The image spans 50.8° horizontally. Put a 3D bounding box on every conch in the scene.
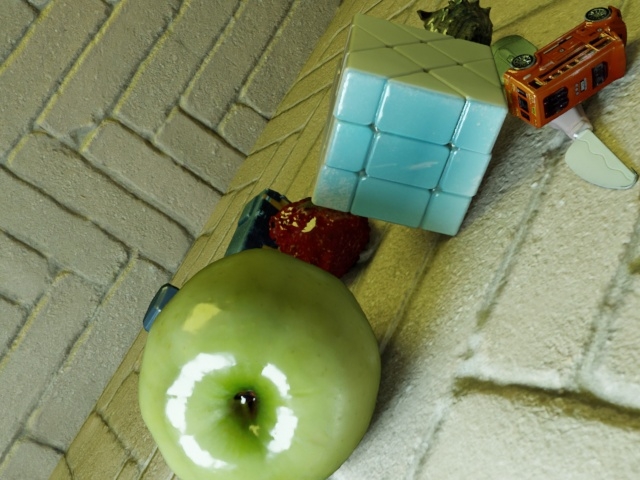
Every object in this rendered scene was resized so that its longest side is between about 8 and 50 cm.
[{"bbox_3d":[0.344,-0.480,1.734,0.186,0.241,0.312,3,80,30],"label":"conch"}]

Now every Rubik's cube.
[{"bbox_3d":[0.174,-0.246,1.413,0.318,0.322,0.315,-82,7,-52],"label":"Rubik's cube"}]

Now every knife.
[{"bbox_3d":[0.460,-0.171,1.189,0.081,0.043,0.335,-45,23,26],"label":"knife"}]

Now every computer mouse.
[{"bbox_3d":[0.444,-0.433,1.600,0.113,0.068,0.229,-50,20,19],"label":"computer mouse"}]

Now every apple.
[{"bbox_3d":[-0.105,0.238,1.261,0.473,0.474,0.473,-46,22,24],"label":"apple"}]

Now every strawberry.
[{"bbox_3d":[0.000,0.000,1.737,0.274,0.274,0.220,-133,42,-70],"label":"strawberry"}]

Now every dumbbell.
[{"bbox_3d":[-0.334,0.253,1.905,0.144,0.325,0.159,-43,22,51],"label":"dumbbell"}]

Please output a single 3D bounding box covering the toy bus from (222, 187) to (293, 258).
[{"bbox_3d":[-0.180,0.007,2.144,0.162,0.194,0.323,-36,28,45],"label":"toy bus"}]

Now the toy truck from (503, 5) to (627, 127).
[{"bbox_3d":[0.465,-0.317,1.235,0.253,0.107,0.114,-32,45,-4],"label":"toy truck"}]
